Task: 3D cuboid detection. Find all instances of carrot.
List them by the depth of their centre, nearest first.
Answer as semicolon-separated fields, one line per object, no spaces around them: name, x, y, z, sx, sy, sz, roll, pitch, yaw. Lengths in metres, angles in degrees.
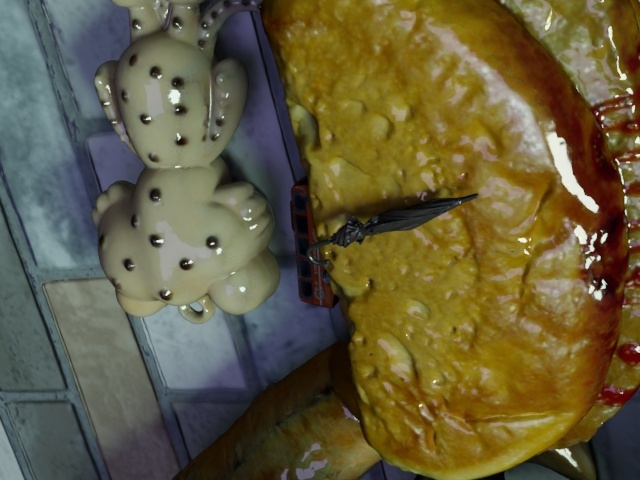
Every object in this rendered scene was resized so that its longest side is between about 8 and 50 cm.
carrot;-0.046;0.215;0.922;0.139;0.138;0.302;43;113;-2

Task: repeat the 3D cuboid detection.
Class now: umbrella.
umbrella;0.037;-0.010;0.620;0.122;0.013;0.022;-23;115;34

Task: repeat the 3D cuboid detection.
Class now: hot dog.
hot dog;0.121;-0.033;0.690;0.223;0.185;0.405;-2;115;25

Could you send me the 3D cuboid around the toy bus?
toy bus;0.000;0.000;0.849;0.043;0.031;0.110;10;119;26

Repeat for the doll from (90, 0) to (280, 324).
doll;-0.103;-0.068;0.818;0.154;0.119;0.278;10;109;17

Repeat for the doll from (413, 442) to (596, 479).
doll;0.111;0.285;0.784;0.209;0.340;0.318;47;114;4
